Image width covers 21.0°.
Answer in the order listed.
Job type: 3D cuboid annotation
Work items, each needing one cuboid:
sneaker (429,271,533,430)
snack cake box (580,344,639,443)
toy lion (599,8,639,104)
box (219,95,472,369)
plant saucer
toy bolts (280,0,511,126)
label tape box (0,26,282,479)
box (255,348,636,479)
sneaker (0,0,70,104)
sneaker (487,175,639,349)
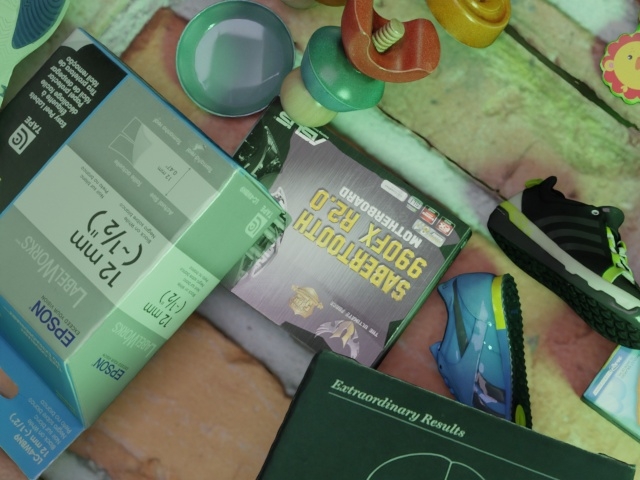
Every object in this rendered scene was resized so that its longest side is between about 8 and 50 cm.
[{"bbox_3d":[0.149,0.134,1.618,0.082,0.069,0.209,-8,82,20],"label":"sneaker"},{"bbox_3d":[0.376,0.083,1.584,0.152,0.089,0.264,35,87,11],"label":"snack cake box"},{"bbox_3d":[0.323,-0.171,1.658,0.100,0.034,0.096,25,92,9],"label":"toy lion"},{"bbox_3d":[0.000,0.000,1.653,0.231,0.056,0.183,36,86,10],"label":"box"},{"bbox_3d":[-0.083,-0.178,1.705,0.119,0.021,0.119,-1,83,6],"label":"plant saucer"},{"bbox_3d":[0.049,-0.199,1.640,0.218,0.158,0.228,33,46,-24],"label":"toy bolts"},{"bbox_3d":[-0.245,0.010,1.615,0.347,0.115,0.249,-47,61,-2],"label":"label tape box"},{"bbox_3d":[0.054,0.341,1.446,0.294,0.212,0.395,21,58,9],"label":"box"},{"bbox_3d":[-0.369,-0.181,1.606,0.182,0.127,0.315,19,81,27],"label":"sneaker"},{"bbox_3d":[0.245,0.006,1.570,0.097,0.084,0.235,-41,46,-7],"label":"sneaker"}]
